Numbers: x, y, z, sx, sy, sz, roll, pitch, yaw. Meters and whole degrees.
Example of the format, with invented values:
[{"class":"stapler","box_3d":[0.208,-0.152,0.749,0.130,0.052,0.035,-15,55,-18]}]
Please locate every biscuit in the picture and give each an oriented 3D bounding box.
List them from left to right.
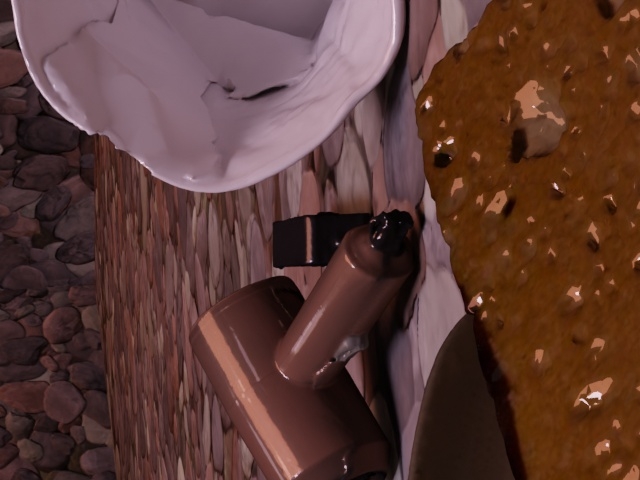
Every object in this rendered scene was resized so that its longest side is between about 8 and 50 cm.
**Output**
[{"class":"biscuit","box_3d":[0.083,0.004,0.414,0.131,0.025,0.231,-48,36,33]}]

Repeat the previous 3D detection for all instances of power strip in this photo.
[{"class":"power strip","box_3d":[0.000,0.000,0.977,0.111,0.038,0.029,173,94,-78]}]

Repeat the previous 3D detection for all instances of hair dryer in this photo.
[{"class":"hair dryer","box_3d":[0.006,0.046,0.880,0.117,0.064,0.182,58,144,22]}]

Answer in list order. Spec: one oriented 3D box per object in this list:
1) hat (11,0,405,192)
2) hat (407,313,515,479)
[{"class":"hat","box_3d":[-0.045,-0.135,0.892,0.126,0.203,0.203,-57,-33,-75]},{"class":"hat","box_3d":[0.090,0.079,0.463,0.147,0.085,0.175,-18,49,44]}]
